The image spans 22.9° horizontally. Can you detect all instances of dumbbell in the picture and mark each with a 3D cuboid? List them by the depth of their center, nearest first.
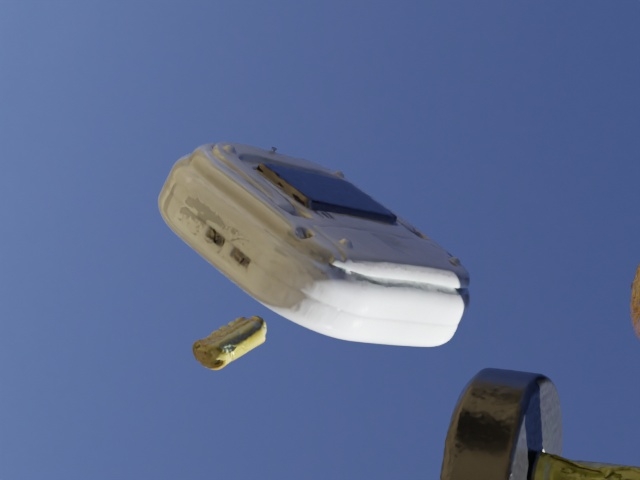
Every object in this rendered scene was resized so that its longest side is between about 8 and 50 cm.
[{"bbox_3d":[0.292,0.236,1.511,0.322,0.204,0.204,5,-97,22],"label":"dumbbell"}]

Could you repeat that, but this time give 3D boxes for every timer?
[{"bbox_3d":[0.000,0.001,1.366,0.237,0.262,0.087,39,-72,33],"label":"timer"}]

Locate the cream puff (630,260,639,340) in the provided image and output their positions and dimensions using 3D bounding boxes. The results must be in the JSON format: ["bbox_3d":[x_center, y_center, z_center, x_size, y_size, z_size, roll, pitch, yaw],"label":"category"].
[{"bbox_3d":[0.429,0.055,1.788,0.189,0.129,0.189,-160,-90,-83],"label":"cream puff"}]

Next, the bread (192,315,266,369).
[{"bbox_3d":[-0.095,0.110,1.691,0.049,0.088,0.034,15,-55,43],"label":"bread"}]
